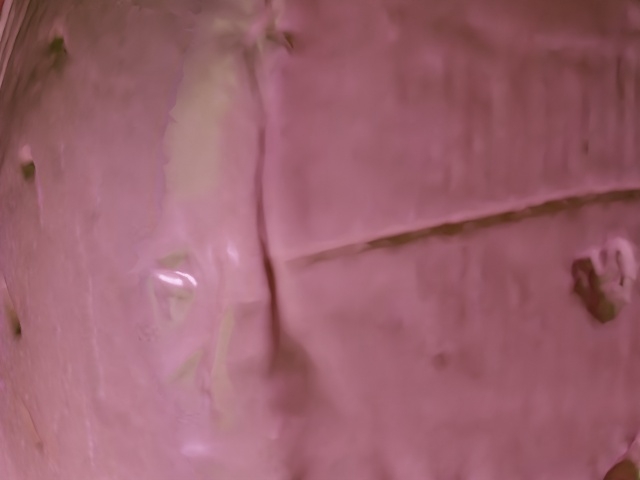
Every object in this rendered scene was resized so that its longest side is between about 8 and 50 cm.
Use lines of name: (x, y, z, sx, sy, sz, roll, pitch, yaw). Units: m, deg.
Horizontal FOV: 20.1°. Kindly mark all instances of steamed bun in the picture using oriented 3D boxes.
steamed bun: (0.000, 0.000, 0.936, 0.290, 0.371, 0.456, 9, 95, 52)
